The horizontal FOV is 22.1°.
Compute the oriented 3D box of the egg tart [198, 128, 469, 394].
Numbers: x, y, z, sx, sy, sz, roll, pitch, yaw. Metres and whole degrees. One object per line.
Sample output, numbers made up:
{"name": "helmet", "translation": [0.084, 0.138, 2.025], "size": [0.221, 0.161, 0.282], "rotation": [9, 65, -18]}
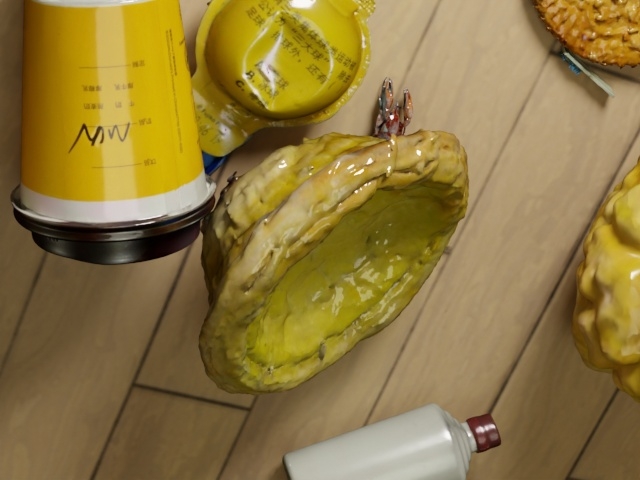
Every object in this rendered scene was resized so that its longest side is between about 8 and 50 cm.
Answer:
{"name": "egg tart", "translation": [0.000, 0.000, 1.636], "size": [0.345, 0.132, 0.345], "rotation": [-30, 152, -18]}

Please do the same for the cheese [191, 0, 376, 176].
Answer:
{"name": "cheese", "translation": [-0.061, -0.163, 1.605], "size": [0.177, 0.069, 0.270], "rotation": [38, 113, -26]}

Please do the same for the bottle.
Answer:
{"name": "bottle", "translation": [0.086, 0.253, 1.864], "size": [0.245, 0.104, 0.104], "rotation": [-19, 122, -6]}

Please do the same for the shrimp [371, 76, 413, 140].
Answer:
{"name": "shrimp", "translation": [0.074, -0.122, 1.691], "size": [0.038, 0.029, 0.092], "rotation": [4, 114, -17]}

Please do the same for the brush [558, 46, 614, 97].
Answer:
{"name": "brush", "translation": [0.281, -0.176, 1.728], "size": [0.084, 0.016, 0.013], "rotation": [34, 118, -29]}

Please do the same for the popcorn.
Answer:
{"name": "popcorn", "translation": [0.429, 0.053, 1.749], "size": [0.349, 0.381, 0.349], "rotation": [2, 77, -9]}

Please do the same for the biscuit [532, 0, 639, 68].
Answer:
{"name": "biscuit", "translation": [0.332, -0.290, 1.666], "size": [0.254, 0.035, 0.254], "rotation": [-7, 120, -12]}

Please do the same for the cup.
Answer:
{"name": "cup", "translation": [-0.199, -0.127, 1.525], "size": [0.196, 0.196, 0.279], "rotation": [-7, 112, -12]}
